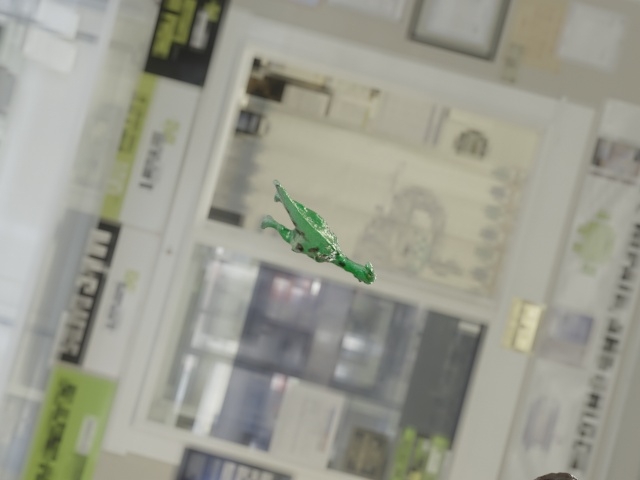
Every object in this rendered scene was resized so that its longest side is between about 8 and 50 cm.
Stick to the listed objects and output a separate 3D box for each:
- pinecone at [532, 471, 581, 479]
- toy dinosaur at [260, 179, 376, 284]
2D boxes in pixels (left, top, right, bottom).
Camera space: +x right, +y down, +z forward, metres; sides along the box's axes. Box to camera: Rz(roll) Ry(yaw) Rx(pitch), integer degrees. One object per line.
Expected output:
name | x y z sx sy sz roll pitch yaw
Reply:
pinecone | 0.146 0.271 0.851 0.298 0.242 0.296 -64 135 -62
toy dinosaur | 0.000 0.000 0.771 0.021 0.062 0.083 -55 171 -8
